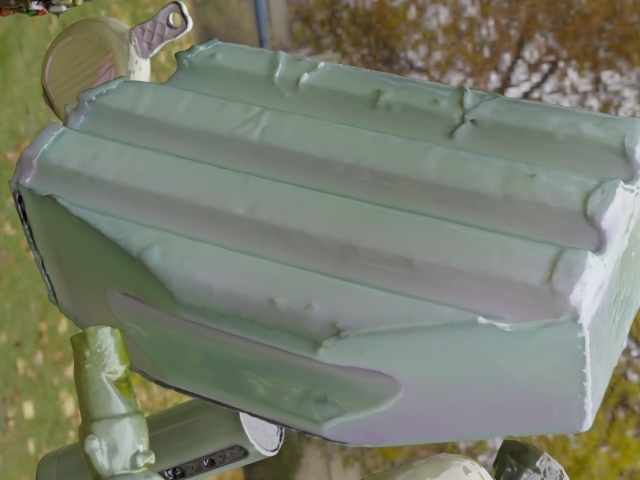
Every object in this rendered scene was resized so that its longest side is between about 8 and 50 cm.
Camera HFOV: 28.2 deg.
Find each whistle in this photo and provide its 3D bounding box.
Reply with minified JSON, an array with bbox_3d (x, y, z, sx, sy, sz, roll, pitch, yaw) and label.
[{"bbox_3d":[-0.136,0.155,0.834,0.104,0.057,0.198,4,71,-69],"label":"whistle"}]

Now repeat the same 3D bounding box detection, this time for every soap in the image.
[{"bbox_3d":[0.000,0.000,0.942,0.261,0.446,0.156,-59,152,-35],"label":"soap"}]

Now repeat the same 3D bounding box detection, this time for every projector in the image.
[{"bbox_3d":[-0.215,0.281,1.682,0.108,0.337,0.108,49,29,-39],"label":"projector"}]

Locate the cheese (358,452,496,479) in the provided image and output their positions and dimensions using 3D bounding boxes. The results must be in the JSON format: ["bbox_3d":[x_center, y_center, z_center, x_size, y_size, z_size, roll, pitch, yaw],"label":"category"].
[{"bbox_3d":[0.022,0.321,1.266,0.129,0.328,0.351,61,-12,9],"label":"cheese"}]

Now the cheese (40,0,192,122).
[{"bbox_3d":[-0.249,-0.226,1.574,0.064,0.227,0.137,-17,80,-61],"label":"cheese"}]

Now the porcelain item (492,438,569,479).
[{"bbox_3d":[0.179,0.320,1.357,0.069,0.215,0.081,11,-32,50],"label":"porcelain item"}]

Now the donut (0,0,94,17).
[{"bbox_3d":[-0.234,-0.309,1.225,0.269,0.270,0.103,-110,179,-60],"label":"donut"}]
